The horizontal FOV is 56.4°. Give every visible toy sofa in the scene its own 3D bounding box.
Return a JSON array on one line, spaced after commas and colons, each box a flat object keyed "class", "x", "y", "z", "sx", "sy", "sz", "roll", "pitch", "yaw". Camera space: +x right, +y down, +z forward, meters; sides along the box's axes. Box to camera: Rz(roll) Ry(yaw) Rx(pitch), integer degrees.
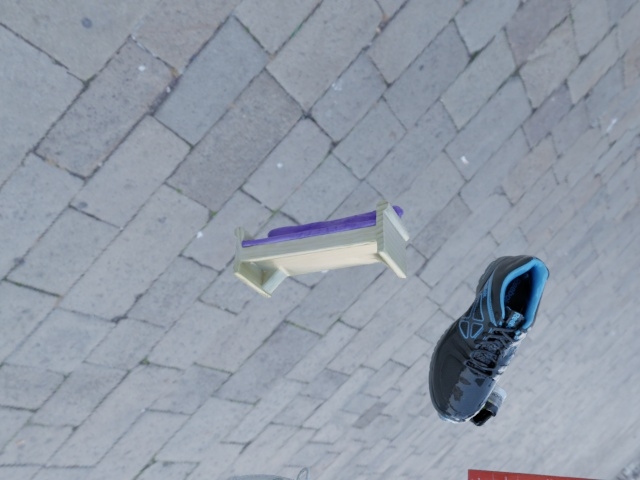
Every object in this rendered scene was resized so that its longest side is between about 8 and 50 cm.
[{"class": "toy sofa", "x": 0.000, "y": 0.000, "z": 1.294, "sx": 0.363, "sy": 0.176, "sz": 0.150, "roll": -9, "pitch": 151, "yaw": 24}]

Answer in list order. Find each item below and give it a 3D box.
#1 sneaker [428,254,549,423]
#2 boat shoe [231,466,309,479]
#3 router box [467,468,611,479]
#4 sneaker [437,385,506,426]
[{"class": "sneaker", "x": 0.302, "y": 0.171, "z": 1.084, "sx": 0.340, "sy": 0.125, "sz": 0.139, "roll": -64, "pitch": 180, "yaw": -9}, {"class": "boat shoe", "x": -0.021, "y": 0.519, "z": 1.131, "sx": 0.156, "sy": 0.368, "sz": 0.135, "roll": 94, "pitch": 16, "yaw": -48}, {"class": "router box", "x": 0.453, "y": 0.587, "z": 1.224, "sx": 0.302, "sy": 0.082, "sz": 0.335, "roll": 1, "pitch": 137, "yaw": 12}, {"class": "sneaker", "x": 0.317, "y": 0.364, "z": 1.282, "sx": 0.170, "sy": 0.063, "sz": 0.074, "roll": -30, "pitch": -166, "yaw": 37}]
